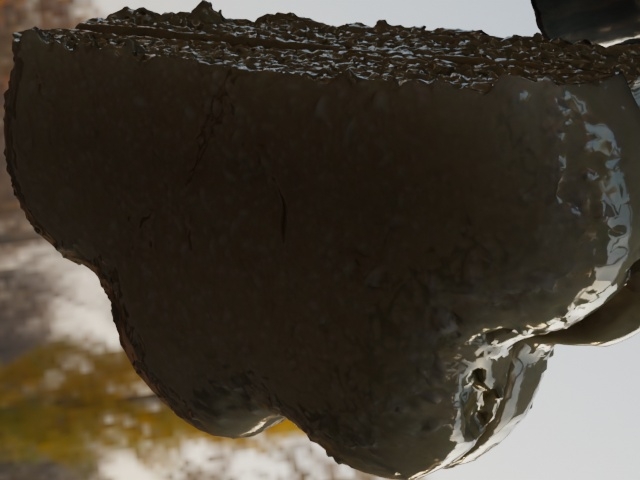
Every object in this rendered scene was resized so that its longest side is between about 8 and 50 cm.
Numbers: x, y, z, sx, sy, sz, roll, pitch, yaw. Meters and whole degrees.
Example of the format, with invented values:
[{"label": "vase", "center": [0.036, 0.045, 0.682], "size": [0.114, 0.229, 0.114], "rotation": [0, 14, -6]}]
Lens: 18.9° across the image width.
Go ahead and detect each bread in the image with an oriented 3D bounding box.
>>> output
[{"label": "bread", "center": [-0.004, -0.001, 0.784], "size": [0.337, 0.102, 0.183], "rotation": [10, -76, 41]}]

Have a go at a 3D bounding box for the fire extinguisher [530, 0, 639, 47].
[{"label": "fire extinguisher", "center": [0.286, -0.147, 0.879], "size": [0.113, 0.376, 0.200], "rotation": [-78, 150, -56]}]
